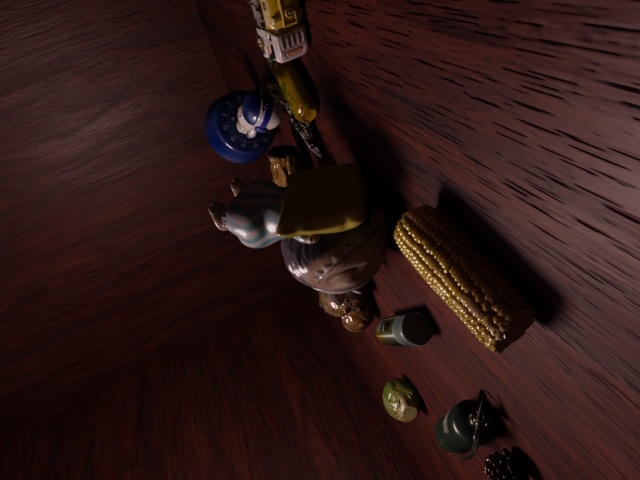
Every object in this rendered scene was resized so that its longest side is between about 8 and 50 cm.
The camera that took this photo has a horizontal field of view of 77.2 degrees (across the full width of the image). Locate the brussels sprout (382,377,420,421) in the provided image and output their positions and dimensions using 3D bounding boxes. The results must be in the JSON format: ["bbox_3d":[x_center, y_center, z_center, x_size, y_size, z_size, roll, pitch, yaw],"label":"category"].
[{"bbox_3d":[0.280,0.560,1.399,0.155,0.118,0.155,161,90,-88],"label":"brussels sprout"}]

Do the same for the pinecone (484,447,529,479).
[{"bbox_3d":[0.364,0.450,0.786,0.083,0.077,0.077,-39,71,38],"label":"pinecone"}]

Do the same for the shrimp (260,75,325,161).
[{"bbox_3d":[-0.081,-0.315,1.062,0.262,0.051,0.198,62,-148,-5],"label":"shrimp"}]

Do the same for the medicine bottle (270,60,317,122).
[{"bbox_3d":[-0.086,-0.426,1.026,0.260,0.064,0.095,63,175,9],"label":"medicine bottle"}]

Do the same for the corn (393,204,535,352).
[{"bbox_3d":[0.201,0.045,0.591,0.244,0.093,0.093,57,168,36],"label":"corn"}]

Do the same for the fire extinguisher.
[{"bbox_3d":[0.320,0.406,0.872,0.294,0.093,0.118,82,-158,-58],"label":"fire extinguisher"}]

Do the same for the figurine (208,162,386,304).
[{"bbox_3d":[-0.019,0.039,0.947,0.266,0.361,0.377,-60,-34,-47],"label":"figurine"}]

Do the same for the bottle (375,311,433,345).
[{"bbox_3d":[0.210,0.234,1.048,0.082,0.082,0.286,63,171,11],"label":"bottle"}]

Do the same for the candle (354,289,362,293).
[{"bbox_3d":[0.000,0.000,1.180,0.342,0.221,0.221,65,170,-5],"label":"candle"}]

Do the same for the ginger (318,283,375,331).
[{"bbox_3d":[0.051,0.137,1.386,0.375,0.176,0.256,57,180,19],"label":"ginger"}]

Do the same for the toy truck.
[{"bbox_3d":[-0.091,-0.482,0.814,0.114,0.098,0.227,49,161,39],"label":"toy truck"}]

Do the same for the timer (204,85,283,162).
[{"bbox_3d":[-0.248,-0.443,1.446,0.383,0.270,0.270,0,116,63],"label":"timer"}]

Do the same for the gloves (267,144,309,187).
[{"bbox_3d":[-0.082,-0.163,1.400,0.356,0.155,0.203,62,-176,-24],"label":"gloves"}]
